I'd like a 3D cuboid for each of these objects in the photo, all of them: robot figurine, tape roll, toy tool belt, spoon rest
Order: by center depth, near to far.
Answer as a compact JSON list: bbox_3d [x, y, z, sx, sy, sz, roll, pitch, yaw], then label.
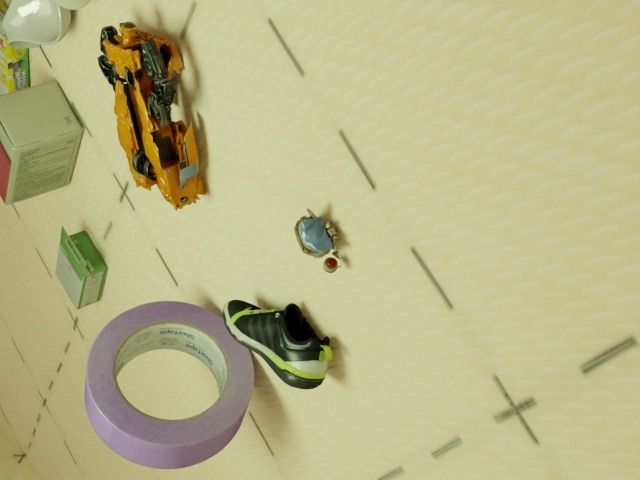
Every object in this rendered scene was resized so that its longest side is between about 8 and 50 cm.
[{"bbox_3d":[0.000,0.000,1.267,0.083,0.052,0.051,57,157,14],"label":"toy tool belt"},{"bbox_3d":[-0.265,-0.204,1.505,0.211,0.085,0.290,28,133,46],"label":"robot figurine"},{"bbox_3d":[-0.253,0.238,1.601,0.274,0.275,0.090,51,146,24],"label":"tape roll"},{"bbox_3d":[-0.533,-0.413,1.778,0.276,0.084,0.137,-13,99,60],"label":"spoon rest"}]

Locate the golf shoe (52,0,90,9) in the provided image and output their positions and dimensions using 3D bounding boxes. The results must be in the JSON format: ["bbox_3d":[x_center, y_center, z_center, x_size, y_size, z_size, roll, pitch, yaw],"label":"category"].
[{"bbox_3d":[-0.420,-0.465,1.484,0.140,0.115,0.306,47,165,33],"label":"golf shoe"}]

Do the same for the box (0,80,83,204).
[{"bbox_3d":[-0.591,-0.196,1.952,0.126,0.149,0.232,59,148,14],"label":"box"}]

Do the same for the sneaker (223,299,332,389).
[{"bbox_3d":[-0.057,0.131,1.445,0.235,0.084,0.097,34,113,40],"label":"sneaker"}]

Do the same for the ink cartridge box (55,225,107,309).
[{"bbox_3d":[-0.526,0.052,2.106,0.109,0.062,0.209,55,147,18],"label":"ink cartridge box"}]

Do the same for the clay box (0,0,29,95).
[{"bbox_3d":[-0.665,-0.403,2.018,0.127,0.053,0.222,50,145,25],"label":"clay box"}]
